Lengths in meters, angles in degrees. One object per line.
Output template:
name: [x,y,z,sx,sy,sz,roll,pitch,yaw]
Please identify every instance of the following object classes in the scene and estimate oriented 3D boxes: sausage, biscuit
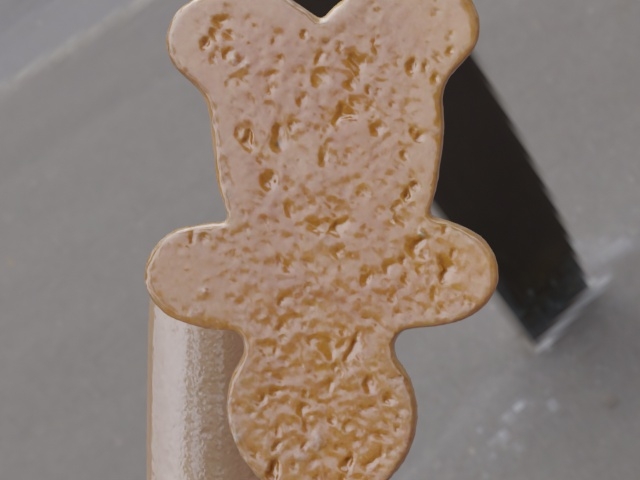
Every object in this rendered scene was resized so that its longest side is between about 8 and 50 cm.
sausage: [-0.091,0.112,1.569,0.123,0.253,0.123,2,4,0]
biscuit: [0.000,0.000,0.847,0.165,0.250,0.036,-2,1,2]
